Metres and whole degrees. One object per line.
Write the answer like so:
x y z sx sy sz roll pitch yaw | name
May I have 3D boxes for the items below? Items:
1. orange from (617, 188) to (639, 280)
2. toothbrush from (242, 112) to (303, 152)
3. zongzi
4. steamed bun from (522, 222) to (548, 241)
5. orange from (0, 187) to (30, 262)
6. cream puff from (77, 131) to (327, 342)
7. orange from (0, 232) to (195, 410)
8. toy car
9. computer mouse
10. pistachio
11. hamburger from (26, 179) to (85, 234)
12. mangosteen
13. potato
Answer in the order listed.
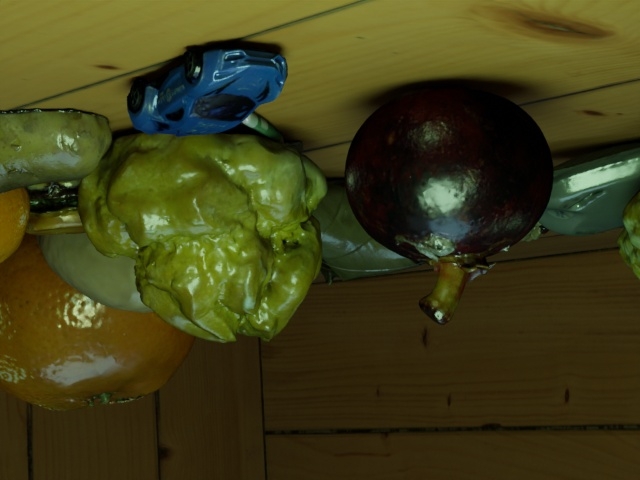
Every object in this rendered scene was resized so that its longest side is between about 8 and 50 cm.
0.554 -0.004 1.709 0.271 0.210 0.368 -14 157 6 | orange
-0.058 -0.130 1.547 0.024 0.018 0.257 -7 173 12 | toothbrush
0.090 -0.040 1.956 0.290 0.154 0.317 -12 166 13 | zongzi
0.356 -0.054 2.096 0.192 0.106 0.177 0 175 -40 | steamed bun
-0.463 -0.034 1.580 0.193 0.161 0.193 -1 170 0 | orange
-0.146 0.001 1.577 0.291 0.257 0.324 -3 174 15 | cream puff
-0.417 0.131 2.202 0.424 0.326 0.424 -8 168 -2 | orange
-0.109 -0.139 1.216 0.103 0.063 0.216 1 173 -32 | toy car
0.459 -0.095 1.823 0.331 0.095 0.197 -15 158 13 | computer mouse
-0.302 0.007 1.894 0.299 0.187 0.187 20 -172 32 | pistachio
-0.349 -0.058 1.731 0.190 0.093 0.164 -6 176 38 | hamburger
0.142 -0.038 1.374 0.236 0.261 0.235 -2 173 0 | mangosteen
-0.337 -0.097 1.438 0.201 0.081 0.164 -7 172 13 | potato
